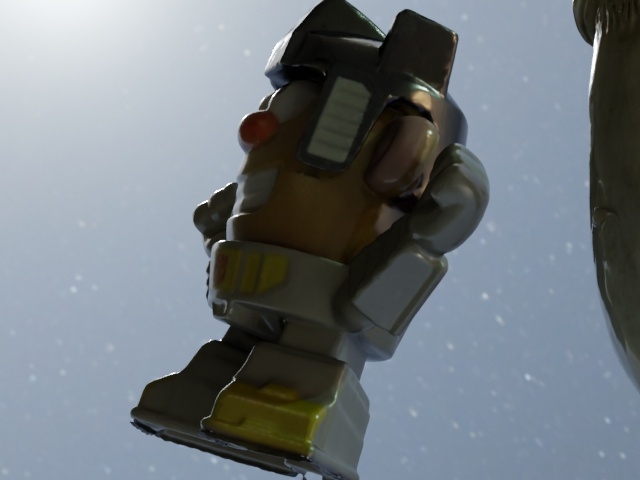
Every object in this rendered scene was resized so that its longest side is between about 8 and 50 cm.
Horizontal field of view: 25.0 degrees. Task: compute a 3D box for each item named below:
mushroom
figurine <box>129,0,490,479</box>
[{"bbox_3d":[0.163,-0.033,0.675,0.081,0.092,0.223,-27,-112,53],"label":"mushroom"},{"bbox_3d":[0.000,0.001,0.862,0.308,0.143,0.308,-22,-130,30],"label":"figurine"}]
